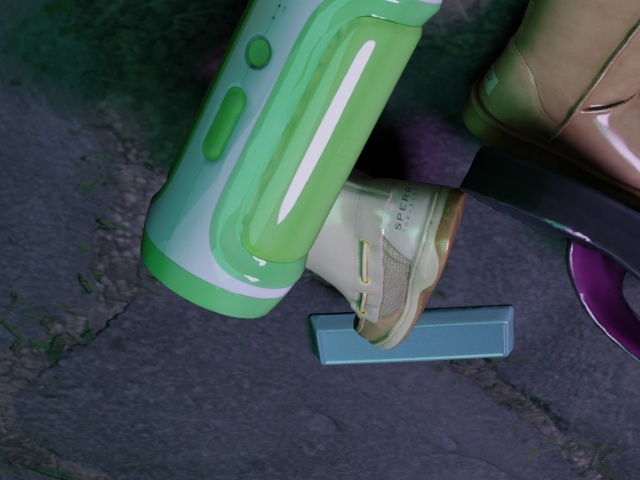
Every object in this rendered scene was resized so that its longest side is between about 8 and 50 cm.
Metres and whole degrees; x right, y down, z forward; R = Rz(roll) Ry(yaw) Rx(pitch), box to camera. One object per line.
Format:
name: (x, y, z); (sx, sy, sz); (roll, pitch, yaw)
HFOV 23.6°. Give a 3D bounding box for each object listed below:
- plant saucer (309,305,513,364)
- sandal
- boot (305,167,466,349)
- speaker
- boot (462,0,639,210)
plant saucer: (0.088, 0.093, 1.456); (0.192, 0.018, 0.067); (-4, 139, 4)
sandal: (0.272, 0.050, 1.263); (0.446, 0.167, 0.107); (25, 91, -34)
boot: (0.000, 0.000, 1.293); (0.203, 0.095, 0.262); (18, 159, 0)
speaker: (-0.020, -0.096, 1.087); (0.131, 0.131, 0.296); (20, 111, -20)
boot: (0.255, -0.148, 1.122); (0.236, 0.089, 0.269); (15, 136, -16)
